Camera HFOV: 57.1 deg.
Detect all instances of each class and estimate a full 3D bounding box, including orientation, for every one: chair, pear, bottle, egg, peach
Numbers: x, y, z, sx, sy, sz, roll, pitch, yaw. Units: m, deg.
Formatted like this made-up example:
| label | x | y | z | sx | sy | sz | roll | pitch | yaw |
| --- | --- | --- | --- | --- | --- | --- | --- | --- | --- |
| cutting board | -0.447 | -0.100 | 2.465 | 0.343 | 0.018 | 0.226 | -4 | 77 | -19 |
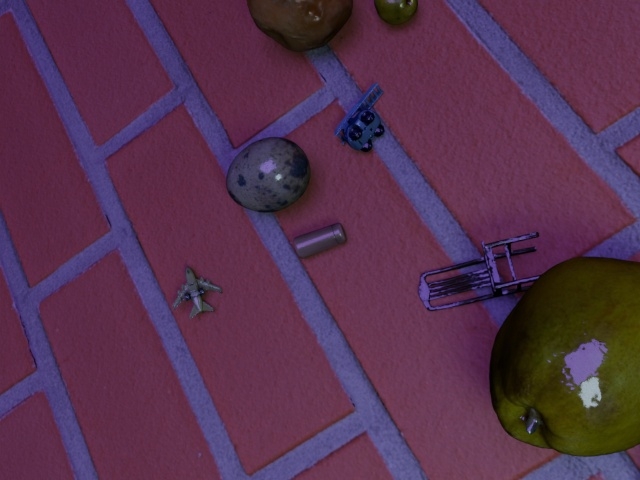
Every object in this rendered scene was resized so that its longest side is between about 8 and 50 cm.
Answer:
| label | x | y | z | sx | sy | sz | roll | pitch | yaw |
| --- | --- | --- | --- | --- | --- | --- | --- | --- | --- |
| chair | 0.263 | 0.058 | 0.985 | 0.213 | 0.101 | 0.084 | -13 | 71 | 13 |
| pear | 0.147 | -0.477 | 1.178 | 0.092 | 0.092 | 0.097 | -47 | 25 | 2 |
| bottle | 0.000 | 0.000 | 1.119 | 0.097 | 0.045 | 0.045 | -20 | 71 | 10 |
| pear | 0.381 | 0.159 | 0.833 | 0.321 | 0.269 | 0.269 | -38 | 65 | -22 |
| egg | -0.104 | -0.123 | 1.136 | 0.182 | 0.141 | 0.141 | -19 | 70 | 31 |
| peach | -0.045 | -0.491 | 1.165 | 0.215 | 0.235 | 0.214 | -2 | 85 | 21 |

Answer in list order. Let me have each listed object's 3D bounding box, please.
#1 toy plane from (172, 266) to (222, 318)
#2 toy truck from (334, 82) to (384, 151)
| label | x | y | z | sx | sy | sz | roll | pitch | yaw |
| --- | --- | --- | --- | --- | --- | --- | --- | --- | --- |
| toy plane | -0.252 | 0.100 | 1.179 | 0.103 | 0.040 | 0.111 | -19 | 71 | -7 |
| toy truck | 0.092 | -0.240 | 1.147 | 0.136 | 0.063 | 0.074 | -50 | 47 | -3 |
